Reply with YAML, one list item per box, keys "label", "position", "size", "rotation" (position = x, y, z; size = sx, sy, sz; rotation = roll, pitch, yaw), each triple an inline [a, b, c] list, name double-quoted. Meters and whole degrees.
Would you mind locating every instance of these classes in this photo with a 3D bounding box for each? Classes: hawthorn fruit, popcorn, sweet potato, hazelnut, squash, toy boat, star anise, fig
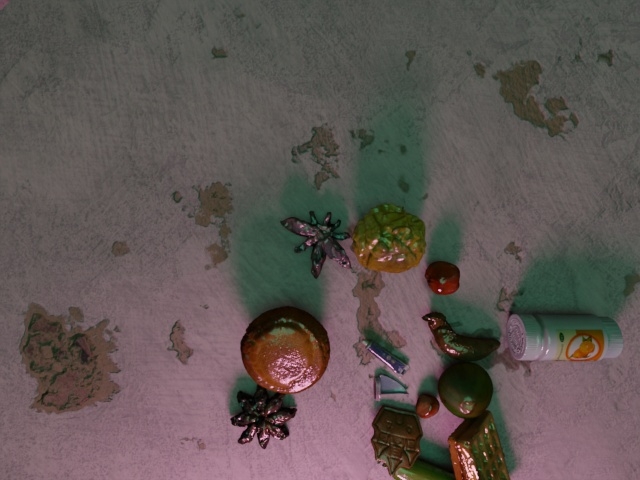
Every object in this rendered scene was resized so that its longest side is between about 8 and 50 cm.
- label: "hawthorn fruit"
  position: [0.420, 0.130, 1.411]
  size: [0.128, 0.128, 0.128]
  rotation: [0, 92, 1]
- label: "popcorn"
  position: [0.227, -0.006, 1.372]
  size: [0.249, 0.249, 0.225]
  rotation: [-4, 62, 1]
- label: "sweet potato"
  position: [0.476, 0.346, 1.428]
  size: [0.310, 0.098, 0.124]
  rotation: [25, 85, -3]
- label: "hazelnut"
  position: [0.376, 0.581, 1.448]
  size: [0.086, 0.086, 0.086]
  rotation: [0, 92, 1]
- label: "squash"
  position: [0.369, 0.827, 1.440]
  size: [0.379, 0.101, 0.101]
  rotation: [22, 92, -3]
- label: "toy boat"
  position: [0.252, 0.523, 1.471]
  size: [0.122, 0.034, 0.096]
  rotation: [-1, 92, -8]
- label: "star anise"
  position: [0.003, 0.004, 1.417]
  size: [0.198, 0.110, 0.257]
  rotation: [-27, 85, 2]
- label: "star anise"
  position: [-0.201, 0.624, 1.441]
  size: [0.223, 0.109, 0.236]
  rotation: [17, 90, -4]
- label: "fig"
  position: [0.488, 0.508, 1.387]
  size: [0.181, 0.191, 0.181]
  rotation: [4, 105, 15]

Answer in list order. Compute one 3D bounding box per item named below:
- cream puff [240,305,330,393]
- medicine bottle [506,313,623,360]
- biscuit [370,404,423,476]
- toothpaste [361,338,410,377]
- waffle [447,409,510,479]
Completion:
- label: "cream puff"
  position: [-0.113, 0.358, 1.380]
  size: [0.303, 0.212, 0.303]
  rotation: [-1, 99, -4]
- label: "medicine bottle"
  position: [0.817, 0.326, 1.390]
  size: [0.318, 0.158, 0.158]
  rotation: [-1, 92, 1]
- label: "biscuit"
  position: [0.260, 0.691, 1.419]
  size: [0.182, 0.034, 0.215]
  rotation: [13, 61, 1]
- label: "toothpaste"
  position: [0.226, 0.411, 1.462]
  size: [0.197, 0.035, 0.057]
  rotation: [37, 97, -3]
- label: "waffle"
  position: [0.537, 0.760, 1.379]
  size: [0.098, 0.224, 0.327]
  rotation: [-15, 92, 43]
